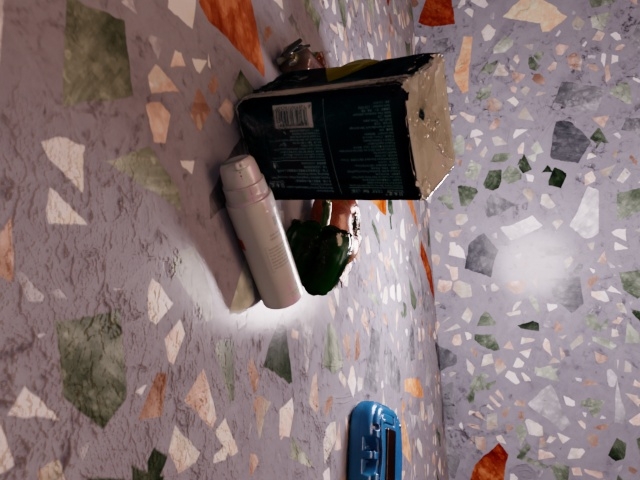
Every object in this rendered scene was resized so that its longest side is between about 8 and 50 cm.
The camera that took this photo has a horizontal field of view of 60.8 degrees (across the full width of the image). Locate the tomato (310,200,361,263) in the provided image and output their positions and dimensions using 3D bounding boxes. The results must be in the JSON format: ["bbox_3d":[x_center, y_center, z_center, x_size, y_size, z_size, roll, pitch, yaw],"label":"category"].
[{"bbox_3d":[0.059,-0.042,1.554,0.237,0.095,0.237,-6,90,-67],"label":"tomato"}]

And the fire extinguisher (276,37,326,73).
[{"bbox_3d":[-0.037,-0.465,1.486,0.269,0.104,0.105,18,69,-67],"label":"fire extinguisher"}]

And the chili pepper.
[{"bbox_3d":[0.000,0.000,1.353,0.174,0.165,0.261,10,99,-57],"label":"chili pepper"}]

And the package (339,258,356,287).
[{"bbox_3d":[0.084,0.076,1.788,0.200,0.022,0.083,-56,137,-61],"label":"package"}]

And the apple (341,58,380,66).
[{"bbox_3d":[0.152,-0.438,1.774,0.292,0.254,0.292,-3,90,-74],"label":"apple"}]

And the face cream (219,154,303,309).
[{"bbox_3d":[-0.126,-0.017,1.148,0.102,0.102,0.345,-63,143,-55],"label":"face cream"}]

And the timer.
[{"bbox_3d":[0.183,0.706,1.778,0.309,0.115,0.340,43,46,-56],"label":"timer"}]

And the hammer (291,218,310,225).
[{"bbox_3d":[0.005,-0.042,1.589,0.365,0.043,0.111,-1,87,-68],"label":"hammer"}]

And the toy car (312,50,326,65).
[{"bbox_3d":[-0.014,-0.526,1.660,0.122,0.035,0.059,-78,157,-43],"label":"toy car"}]

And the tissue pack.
[{"bbox_3d":[0.060,-0.236,1.191,0.253,0.416,0.264,-43,127,-44],"label":"tissue pack"}]
